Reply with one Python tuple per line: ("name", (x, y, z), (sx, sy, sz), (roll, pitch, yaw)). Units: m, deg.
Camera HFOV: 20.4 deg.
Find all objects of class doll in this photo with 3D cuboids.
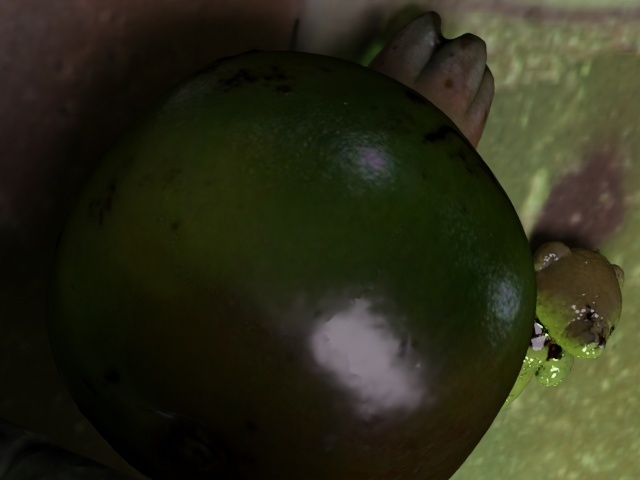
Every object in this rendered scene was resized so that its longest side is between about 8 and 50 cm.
("doll", (0.094, 0.041, 0.794), (0.093, 0.051, 0.061), (-30, 139, 34))

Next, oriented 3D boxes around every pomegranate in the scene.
("pomegranate", (0.000, 0.000, 0.642), (0.210, 0.180, 0.180), (-61, 139, -30))

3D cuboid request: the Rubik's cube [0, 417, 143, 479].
("Rubik's cube", (-0.114, 0.244, 0.587), (0.305, 0.301, 0.304), (47, 66, -44))
